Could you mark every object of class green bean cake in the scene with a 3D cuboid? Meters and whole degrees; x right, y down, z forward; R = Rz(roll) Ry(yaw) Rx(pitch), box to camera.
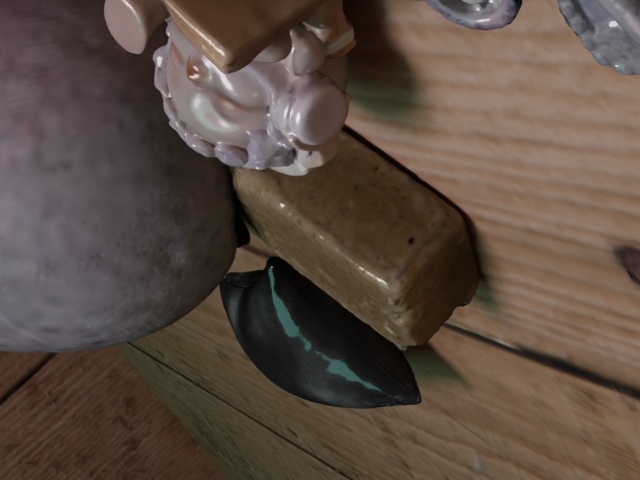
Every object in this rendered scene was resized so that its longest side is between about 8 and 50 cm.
[{"bbox_3d":[0.024,-0.010,1.087,0.179,0.085,0.109,37,164,28],"label":"green bean cake"}]

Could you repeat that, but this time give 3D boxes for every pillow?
[{"bbox_3d":[-0.007,0.090,1.382,0.186,0.106,0.250,42,168,-5],"label":"pillow"}]

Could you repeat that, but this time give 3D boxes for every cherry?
[{"bbox_3d":[-0.221,-0.054,1.157,0.326,0.335,0.291,45,167,0],"label":"cherry"}]

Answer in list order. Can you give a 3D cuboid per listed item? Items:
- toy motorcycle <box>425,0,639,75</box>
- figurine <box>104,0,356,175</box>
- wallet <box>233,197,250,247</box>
[{"bbox_3d":[0.104,-0.147,0.486,0.171,0.110,0.260,2,144,44],"label":"toy motorcycle"},{"bbox_3d":[-0.050,-0.114,0.906,0.162,0.141,0.237,48,166,12],"label":"figurine"},{"bbox_3d":[-0.218,-0.131,1.508,0.377,0.051,0.197,35,162,32],"label":"wallet"}]
